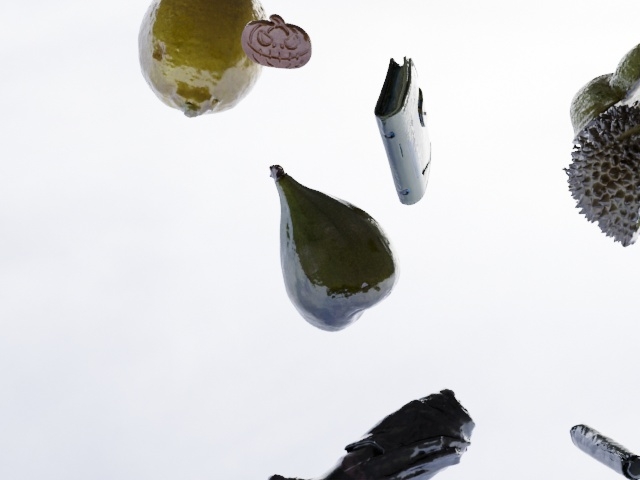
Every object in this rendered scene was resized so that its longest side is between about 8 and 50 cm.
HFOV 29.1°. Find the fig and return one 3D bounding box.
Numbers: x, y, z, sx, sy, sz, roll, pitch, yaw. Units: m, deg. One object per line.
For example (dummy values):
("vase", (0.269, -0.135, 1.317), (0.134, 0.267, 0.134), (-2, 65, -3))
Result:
("fig", (-0.006, 0.015, 1.342), (0.185, 0.133, 0.126), (35, -121, -14))

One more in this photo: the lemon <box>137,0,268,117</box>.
("lemon", (-0.165, -0.280, 1.751), (0.188, 0.188, 0.256), (13, -122, 0))

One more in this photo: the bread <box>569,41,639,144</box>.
("bread", (0.363, -0.190, 1.508), (0.188, 0.149, 0.065), (-32, -106, -38))

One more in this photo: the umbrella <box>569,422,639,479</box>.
("umbrella", (0.299, 0.217, 1.270), (0.036, 0.031, 0.133), (-7, -171, -12))

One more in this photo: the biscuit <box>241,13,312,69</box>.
("biscuit", (-0.055, -0.249, 1.549), (0.091, 0.078, 0.015), (6, -135, 8))

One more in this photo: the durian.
("durian", (0.212, -0.051, 0.879), (0.071, 0.140, 0.110), (20, -105, 24))

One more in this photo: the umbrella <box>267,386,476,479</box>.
("umbrella", (0.008, 0.250, 1.131), (0.326, 0.094, 0.090), (-36, -144, -15))

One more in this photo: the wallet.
("wallet", (0.103, -0.131, 1.458), (0.039, 0.155, 0.110), (2, -127, 18))
